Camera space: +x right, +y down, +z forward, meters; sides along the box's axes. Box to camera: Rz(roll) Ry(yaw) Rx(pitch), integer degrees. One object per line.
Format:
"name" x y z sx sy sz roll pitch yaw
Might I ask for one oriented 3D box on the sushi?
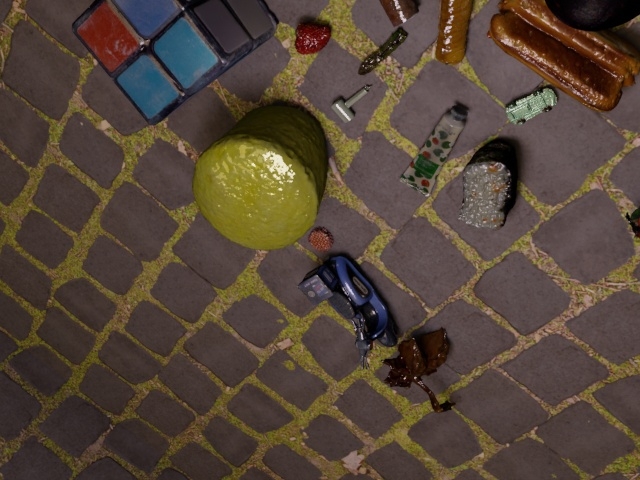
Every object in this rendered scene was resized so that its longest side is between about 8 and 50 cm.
"sushi" 0.428 -0.137 1.853 0.136 0.126 0.225 14 127 15

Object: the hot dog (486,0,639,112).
"hot dog" 0.534 -0.423 1.622 0.349 0.117 0.158 31 109 0

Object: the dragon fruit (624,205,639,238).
"dragon fruit" 0.827 -0.052 1.702 0.182 0.182 0.188 37 130 -2

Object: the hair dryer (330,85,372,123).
"hair dryer" 0.091 -0.363 1.918 0.124 0.038 0.063 -35 105 29

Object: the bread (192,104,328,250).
"bread" -0.145 -0.173 1.970 0.348 0.308 0.348 8 126 12

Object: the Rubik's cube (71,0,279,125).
"Rubik's cube" -0.352 -0.527 1.825 0.318 0.313 0.316 -30 106 35

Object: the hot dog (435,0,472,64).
"hot dog" 0.307 -0.538 1.680 0.083 0.068 0.289 8 123 11

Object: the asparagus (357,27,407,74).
"asparagus" 0.149 -0.461 1.824 0.036 0.030 0.165 31 131 -29

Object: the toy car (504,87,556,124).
"toy car" 0.500 -0.322 1.755 0.122 0.035 0.059 -26 108 26

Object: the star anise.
"star anise" 0.315 0.397 2.224 0.237 0.148 0.346 -35 118 -7

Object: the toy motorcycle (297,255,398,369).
"toy motorcycle" 0.098 0.205 2.169 0.125 0.212 0.358 -32 104 35

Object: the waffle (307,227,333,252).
"waffle" 0.000 0.000 2.195 0.075 0.029 0.083 38 132 1

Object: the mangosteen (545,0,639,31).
"mangosteen" 0.530 -0.558 1.430 0.302 0.275 0.275 22 130 -15

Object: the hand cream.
"hand cream" 0.296 -0.229 1.898 0.095 0.059 0.276 31 133 5

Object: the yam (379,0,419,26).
"yam" 0.169 -0.577 1.712 0.079 0.079 0.141 -21 111 33

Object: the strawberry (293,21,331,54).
"strawberry" -0.020 -0.508 1.844 0.096 0.083 0.083 -15 114 24
